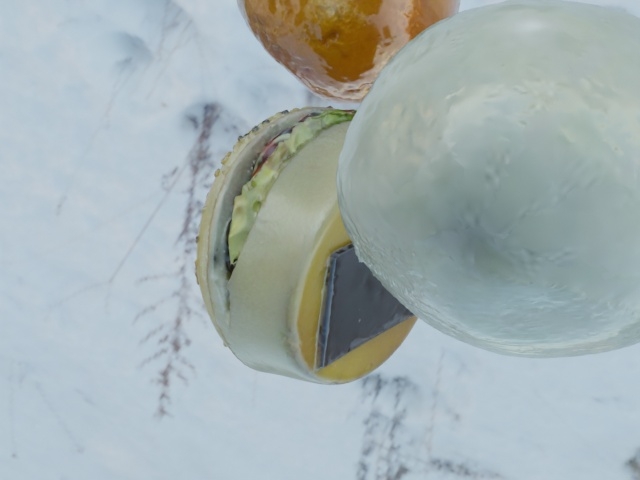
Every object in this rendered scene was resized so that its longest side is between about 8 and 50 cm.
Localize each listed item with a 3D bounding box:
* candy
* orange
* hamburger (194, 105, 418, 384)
[{"bbox_3d":[0.148,-0.033,0.785,0.295,0.185,0.296,9,112,22],"label":"candy"},{"bbox_3d":[0.031,-0.290,1.258,0.261,0.261,0.261,21,149,13],"label":"orange"},{"bbox_3d":[0.000,0.000,1.133,0.176,0.300,0.300,23,152,33],"label":"hamburger"}]
